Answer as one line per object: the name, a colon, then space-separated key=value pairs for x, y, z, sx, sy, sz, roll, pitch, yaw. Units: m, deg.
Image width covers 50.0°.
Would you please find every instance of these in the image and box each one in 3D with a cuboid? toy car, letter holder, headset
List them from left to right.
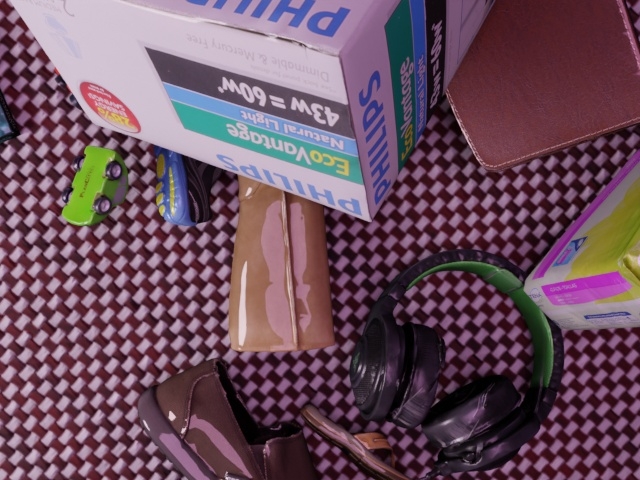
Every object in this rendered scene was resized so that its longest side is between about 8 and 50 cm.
toy car: x=-0.247 y=-0.120 z=0.829 sx=0.239 sy=0.053 sz=0.224 roll=13 pitch=81 yaw=26
headset: x=0.145 y=0.186 z=0.799 sx=0.243 sy=0.185 sz=0.394 roll=34 pitch=73 yaw=-2
letter holder: x=0.252 y=-0.253 z=0.832 sx=0.215 sy=0.152 sz=0.301 roll=-19 pitch=91 yaw=25

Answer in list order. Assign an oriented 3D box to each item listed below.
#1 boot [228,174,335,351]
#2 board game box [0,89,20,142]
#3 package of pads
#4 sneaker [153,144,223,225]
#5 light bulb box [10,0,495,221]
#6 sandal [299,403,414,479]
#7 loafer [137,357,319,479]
boot: x=0.000 y=0.000 z=0.864 sx=0.236 sy=0.089 sz=0.269 roll=-2 pitch=90 yaw=9
board game box: x=-0.481 y=-0.197 z=0.876 sx=0.126 sy=0.026 sz=0.186 roll=-22 pitch=91 yaw=-1
package of pads: x=0.391 y=-0.031 z=0.771 sx=0.101 sy=0.229 sz=0.296 roll=44 pitch=77 yaw=0
sneaker: x=-0.164 y=-0.108 z=0.870 sx=0.067 sy=0.078 sz=0.188 roll=-12 pitch=74 yaw=39
light bulb box: x=-0.036 y=-0.266 z=0.665 sx=0.358 sy=0.225 sz=0.361 roll=21 pitch=66 yaw=21
sandal: x=0.054 y=0.260 z=0.878 sx=0.180 sy=0.072 sz=0.049 roll=37 pitch=68 yaw=3
loafer: x=-0.060 y=0.290 z=0.835 sx=0.130 sy=0.134 sz=0.366 roll=-44 pitch=91 yaw=0
